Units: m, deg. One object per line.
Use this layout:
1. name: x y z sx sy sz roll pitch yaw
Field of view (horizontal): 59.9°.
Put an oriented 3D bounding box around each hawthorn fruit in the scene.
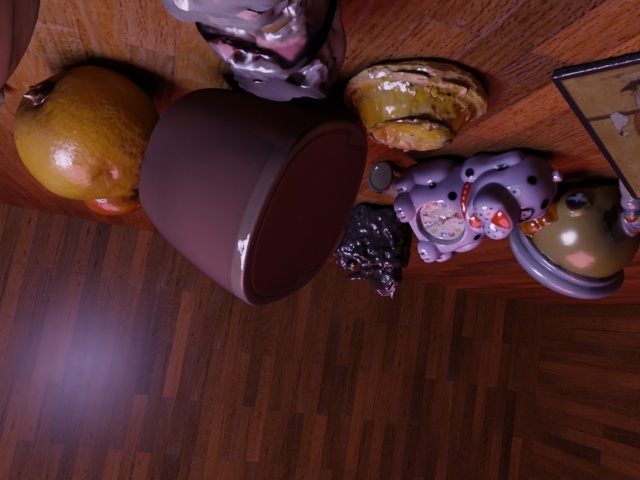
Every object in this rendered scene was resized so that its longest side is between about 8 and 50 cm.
1. hawthorn fruit: -0.430 -0.137 1.137 0.189 0.189 0.189 9 171 1

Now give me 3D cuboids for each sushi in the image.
1. sushi: -0.046 -0.203 0.457 0.124 0.129 0.332 7 172 11

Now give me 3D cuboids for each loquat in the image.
1. loquat: -0.346 -0.160 0.831 0.208 0.207 0.208 9 171 1

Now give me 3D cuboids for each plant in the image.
1. plant: 0.141 0.025 1.428 0.178 0.233 0.204 12 178 16

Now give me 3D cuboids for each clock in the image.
1. clock: 0.275 -0.069 0.933 0.189 0.188 0.254 16 162 -40

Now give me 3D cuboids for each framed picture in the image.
1. framed picture: 0.460 -0.128 0.651 0.255 0.014 0.339 0 159 44

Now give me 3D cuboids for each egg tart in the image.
1. egg tart: 0.120 -0.166 0.725 0.191 0.074 0.191 9 174 1

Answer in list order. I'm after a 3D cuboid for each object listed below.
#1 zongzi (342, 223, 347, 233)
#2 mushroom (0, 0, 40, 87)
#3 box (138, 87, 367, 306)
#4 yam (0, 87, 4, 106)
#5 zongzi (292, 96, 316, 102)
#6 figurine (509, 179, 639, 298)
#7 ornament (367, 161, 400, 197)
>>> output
1. zongzi: 0.000 0.000 1.519 0.187 0.184 0.084 15 165 -35
2. mushroom: -0.273 -0.224 0.265 0.336 0.314 0.314 -34 148 27
3. box: -0.094 -0.079 0.799 0.216 0.300 0.301 29 179 23
4. yam: -0.569 -0.257 0.923 0.043 0.043 0.094 5 172 23
5. zongzi: -0.041 -0.210 0.745 0.076 0.040 0.083 18 -174 -15
6. figurine: 0.497 -0.014 0.928 0.225 0.204 0.382 5 164 -18
7. ornament: 0.169 -0.101 1.094 0.156 0.081 0.075 20 -160 -39
